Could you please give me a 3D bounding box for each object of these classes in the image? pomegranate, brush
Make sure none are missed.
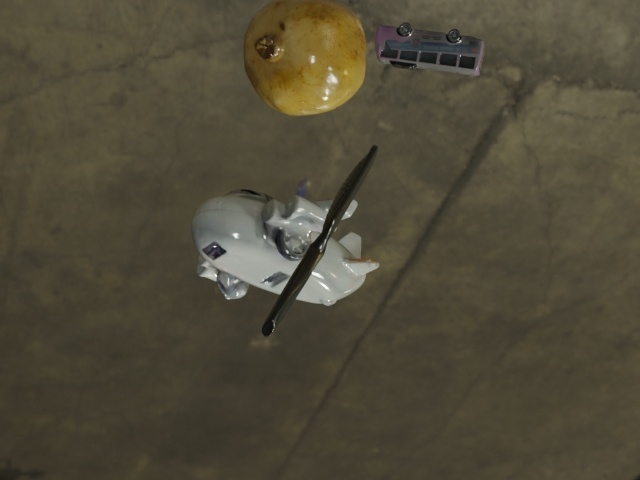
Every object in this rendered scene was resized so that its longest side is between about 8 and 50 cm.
[{"bbox_3d":[-0.027,-0.274,1.566,0.196,0.196,0.196,-7,141,-6],"label":"pomegranate"},{"bbox_3d":[0.000,0.000,0.900,0.016,0.193,0.063,27,153,3],"label":"brush"}]

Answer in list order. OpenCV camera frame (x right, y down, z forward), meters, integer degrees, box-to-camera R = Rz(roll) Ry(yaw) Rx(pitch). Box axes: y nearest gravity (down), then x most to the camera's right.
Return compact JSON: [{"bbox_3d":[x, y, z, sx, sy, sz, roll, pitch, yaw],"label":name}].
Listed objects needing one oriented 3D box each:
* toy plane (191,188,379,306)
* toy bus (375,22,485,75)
[{"bbox_3d":[-0.045,0.005,1.287,0.245,0.117,0.244,5,151,3],"label":"toy plane"},{"bbox_3d":[0.130,-0.228,1.278,0.131,0.052,0.037,10,180,12],"label":"toy bus"}]
